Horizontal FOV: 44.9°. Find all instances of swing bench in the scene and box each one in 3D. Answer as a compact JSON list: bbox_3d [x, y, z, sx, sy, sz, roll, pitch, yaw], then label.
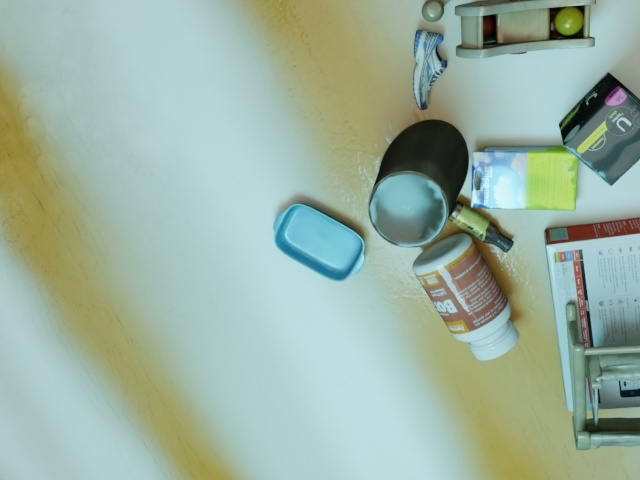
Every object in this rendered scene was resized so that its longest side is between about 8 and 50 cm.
[{"bbox_3d":[0.546,0.242,1.277,0.253,0.165,0.255,-5,109,15],"label":"swing bench"}]

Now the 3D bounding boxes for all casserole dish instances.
[{"bbox_3d":[0.000,0.000,1.481,0.188,0.037,0.114,29,114,3],"label":"casserole dish"}]

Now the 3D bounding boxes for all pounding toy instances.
[{"bbox_3d":[0.288,-0.370,1.210,0.269,0.154,0.155,0,110,13],"label":"pounding toy"}]

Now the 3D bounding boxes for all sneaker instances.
[{"bbox_3d":[0.187,-0.289,1.322,0.058,0.052,0.135,3,111,8],"label":"sneaker"}]

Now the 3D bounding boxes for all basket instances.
[{"bbox_3d":[0.161,-0.087,1.306,0.154,0.227,0.204,27,113,3],"label":"basket"}]

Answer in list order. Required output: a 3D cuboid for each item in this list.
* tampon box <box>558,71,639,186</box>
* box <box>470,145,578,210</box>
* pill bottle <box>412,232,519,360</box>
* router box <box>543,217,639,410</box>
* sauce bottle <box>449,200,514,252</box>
[{"bbox_3d":[0.460,-0.180,1.234,0.101,0.161,0.120,40,113,-3],"label":"tampon box"},{"bbox_3d":[0.354,-0.109,1.351,0.178,0.042,0.109,2,109,13],"label":"box"},{"bbox_3d":[0.269,0.105,1.408,0.121,0.121,0.216,-29,100,21],"label":"pill bottle"},{"bbox_3d":[0.568,0.130,1.365,0.301,0.082,0.336,-7,108,16],"label":"router box"},{"bbox_3d":[0.290,-0.022,1.398,0.128,0.042,0.042,32,114,-3],"label":"sauce bottle"}]
